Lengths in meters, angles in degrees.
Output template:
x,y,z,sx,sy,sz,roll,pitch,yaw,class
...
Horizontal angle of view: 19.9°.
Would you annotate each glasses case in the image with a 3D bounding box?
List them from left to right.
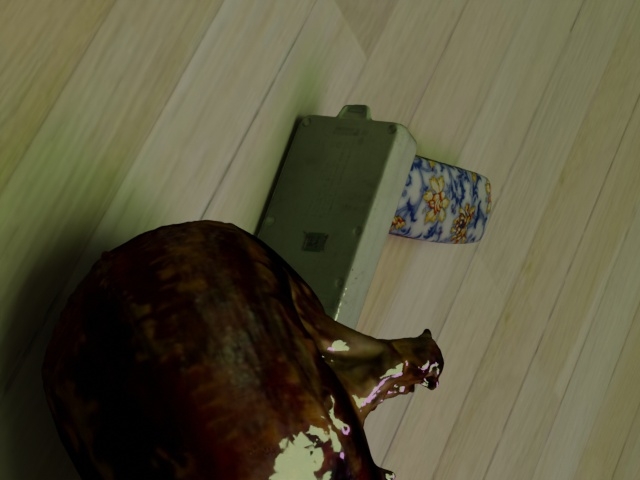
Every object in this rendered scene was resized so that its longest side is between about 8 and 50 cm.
x,y,z,sx,sy,sz,roll,pitch,yaw,class
0.106,-0.042,1.892,0.248,0.065,0.087,12,85,-58,glasses case

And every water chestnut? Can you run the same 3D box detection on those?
x,y,z,sx,sy,sz,roll,pitch,yaw,class
-0.046,0.144,1.445,0.350,0.302,0.350,155,-90,-89,water chestnut

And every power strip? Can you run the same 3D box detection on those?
x,y,z,sx,sy,sz,roll,pitch,yaw,class
0.000,0.000,1.687,0.046,0.118,0.270,48,56,-53,power strip
